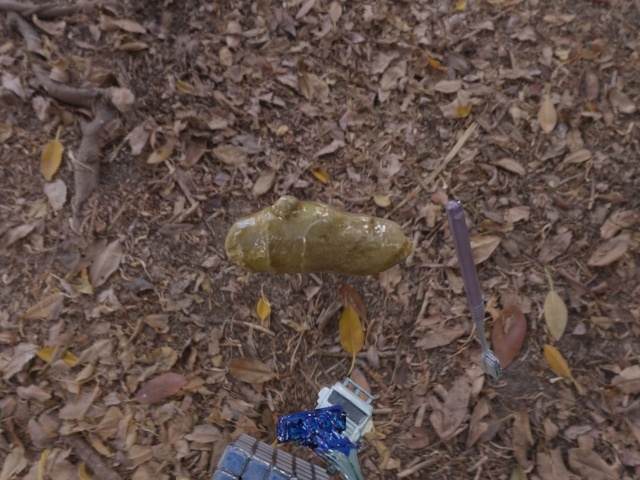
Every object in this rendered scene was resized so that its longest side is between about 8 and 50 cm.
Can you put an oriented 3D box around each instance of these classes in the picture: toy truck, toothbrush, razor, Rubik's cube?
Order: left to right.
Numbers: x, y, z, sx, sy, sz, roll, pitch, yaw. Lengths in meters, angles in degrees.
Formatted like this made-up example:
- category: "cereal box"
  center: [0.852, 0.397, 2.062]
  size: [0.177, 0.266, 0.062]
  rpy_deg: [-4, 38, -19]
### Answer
- category: "Rubik's cube"
  center: [-0.122, 0.551, 0.942]
  size: [0.237, 0.238, 0.237]
  rpy_deg: [26, 74, 3]
- category: "toy truck"
  center: [0.024, 0.248, 0.651]
  size: [0.080, 0.177, 0.115]
  rpy_deg: [35, 63, 13]
- category: "razor"
  center: [0.045, 0.314, 0.431]
  size: [0.093, 0.056, 0.324]
  rpy_deg: [10, 51, -43]
- category: "toothbrush"
  center: [0.231, 0.090, 0.689]
  size: [0.024, 0.353, 0.029]
  rpy_deg: [-31, 33, -12]

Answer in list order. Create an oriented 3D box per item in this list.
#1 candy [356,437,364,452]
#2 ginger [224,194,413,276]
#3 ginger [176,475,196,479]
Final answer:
- category: "candy"
  center: [0.035, 0.478, 1.107]
  size: [0.043, 0.175, 0.045]
  rpy_deg: [-30, 100, -50]
- category: "ginger"
  center: [0.000, 0.000, 0.887]
  size: [0.354, 0.189, 0.126]
  rpy_deg: [4, 37, -9]
- category: "ginger"
  center: [-0.295, 0.568, 1.076]
  size: [0.044, 0.137, 0.057]
  rpy_deg: [-24, 46, -9]
